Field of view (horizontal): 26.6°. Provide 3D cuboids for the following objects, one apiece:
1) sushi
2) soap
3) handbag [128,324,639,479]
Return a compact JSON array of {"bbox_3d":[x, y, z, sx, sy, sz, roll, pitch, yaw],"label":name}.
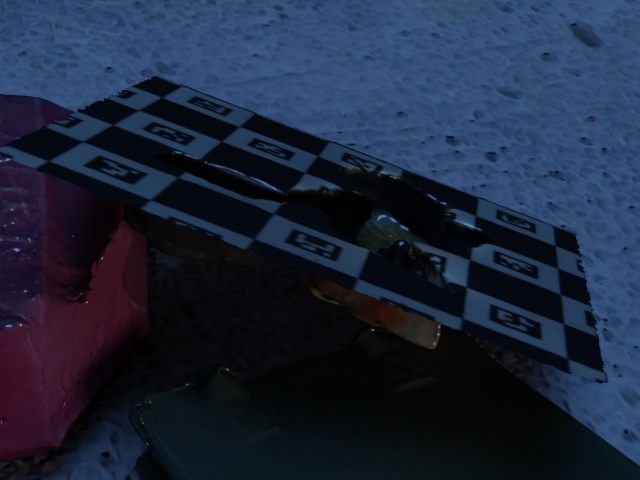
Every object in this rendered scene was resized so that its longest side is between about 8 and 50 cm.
[{"bbox_3d":[0.000,0.000,0.898,0.359,0.064,0.343,21,16,2],"label":"sushi"},{"bbox_3d":[-0.229,0.011,0.938,0.220,0.127,0.325,-2,36,-8],"label":"soap"},{"bbox_3d":[0.042,0.152,0.808,0.247,0.079,0.260,-15,37,-26],"label":"handbag"}]
